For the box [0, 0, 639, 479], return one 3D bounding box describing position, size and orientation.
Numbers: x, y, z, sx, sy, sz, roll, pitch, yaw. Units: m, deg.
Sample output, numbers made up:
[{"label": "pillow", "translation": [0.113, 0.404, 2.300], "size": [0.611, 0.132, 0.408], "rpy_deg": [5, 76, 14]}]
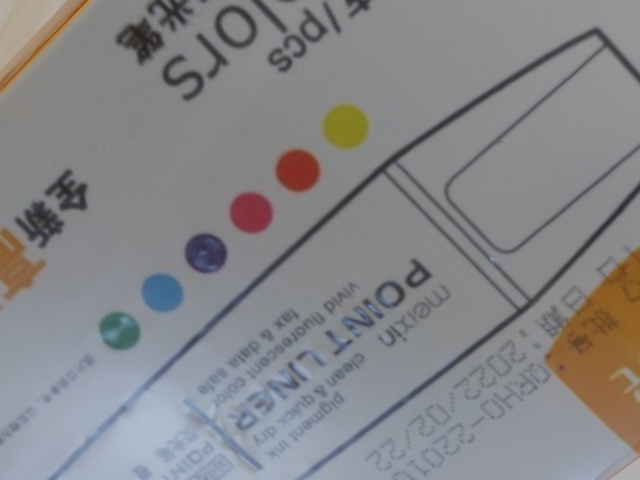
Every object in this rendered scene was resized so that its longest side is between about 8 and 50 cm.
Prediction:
[{"label": "box", "translation": [0.000, 0.000, 0.416], "size": [0.221, 0.091, 0.274], "rpy_deg": [42, 108, -13]}]
